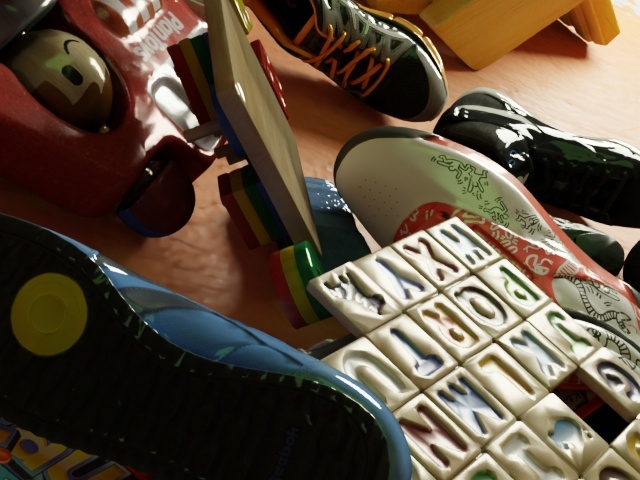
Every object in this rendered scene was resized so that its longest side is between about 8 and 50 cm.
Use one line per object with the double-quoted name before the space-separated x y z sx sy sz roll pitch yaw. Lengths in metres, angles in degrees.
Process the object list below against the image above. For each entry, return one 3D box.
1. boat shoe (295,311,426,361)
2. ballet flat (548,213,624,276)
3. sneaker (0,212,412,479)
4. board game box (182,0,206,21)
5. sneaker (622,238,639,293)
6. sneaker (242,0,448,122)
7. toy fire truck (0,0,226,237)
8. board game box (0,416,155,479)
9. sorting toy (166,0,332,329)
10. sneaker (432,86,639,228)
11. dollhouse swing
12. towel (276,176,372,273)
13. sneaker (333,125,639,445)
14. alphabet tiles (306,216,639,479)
"boat shoe" 0.011 0.077 0.566 0.079 0.084 0.233 18 30 9
"ballet flat" 0.157 -0.003 0.835 0.173 0.049 0.057 21 65 -3
"sneaker" -0.062 0.053 0.414 0.209 0.069 0.082 25 -2 12
"board game box" -0.154 -0.283 0.978 0.193 0.053 0.305 22 33 -8
"sneaker" 0.281 0.037 0.740 0.106 0.101 0.267 -24 9 -14
"sneaker" 0.015 -0.170 0.904 0.215 0.084 0.083 37 34 -1
"toy fire truck" -0.159 -0.129 0.678 0.254 0.169 0.302 44 27 -15
"board game box" -0.107 0.170 0.344 0.308 0.086 0.302 34 33 11
"sorting toy" -0.052 -0.074 0.654 0.046 0.132 0.274 -21 40 7
"sneaker" 0.193 -0.048 0.890 0.217 0.079 0.121 26 35 13
"dollhouse swing" 0.152 -0.324 1.258 0.315 0.305 0.347 -36 60 -9
"towel" 0.000 0.000 0.716 0.067 0.029 0.119 8 36 -29
"sneaker" 0.113 0.036 0.672 0.270 0.090 0.145 37 31 -4
"alphabet tiles" 0.083 0.077 0.526 0.198 0.009 0.237 43 33 18
